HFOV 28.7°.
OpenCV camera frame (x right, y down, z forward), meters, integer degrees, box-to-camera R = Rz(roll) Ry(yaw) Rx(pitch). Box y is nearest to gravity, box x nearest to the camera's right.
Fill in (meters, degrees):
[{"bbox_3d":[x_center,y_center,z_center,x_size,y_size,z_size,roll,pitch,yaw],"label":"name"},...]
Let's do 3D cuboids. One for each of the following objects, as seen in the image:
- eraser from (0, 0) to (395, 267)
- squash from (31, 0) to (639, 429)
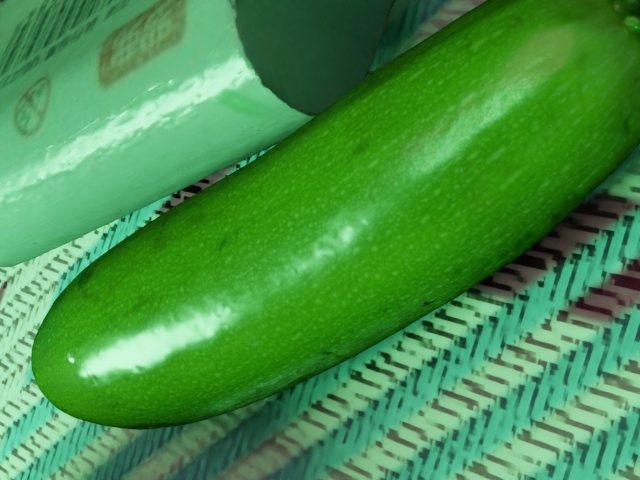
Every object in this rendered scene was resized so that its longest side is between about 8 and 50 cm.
[{"bbox_3d":[-0.072,-0.092,0.552,0.227,0.081,0.174,-21,41,43],"label":"eraser"},{"bbox_3d":[0.001,0.001,0.445,0.292,0.082,0.082,-31,52,34],"label":"squash"}]
